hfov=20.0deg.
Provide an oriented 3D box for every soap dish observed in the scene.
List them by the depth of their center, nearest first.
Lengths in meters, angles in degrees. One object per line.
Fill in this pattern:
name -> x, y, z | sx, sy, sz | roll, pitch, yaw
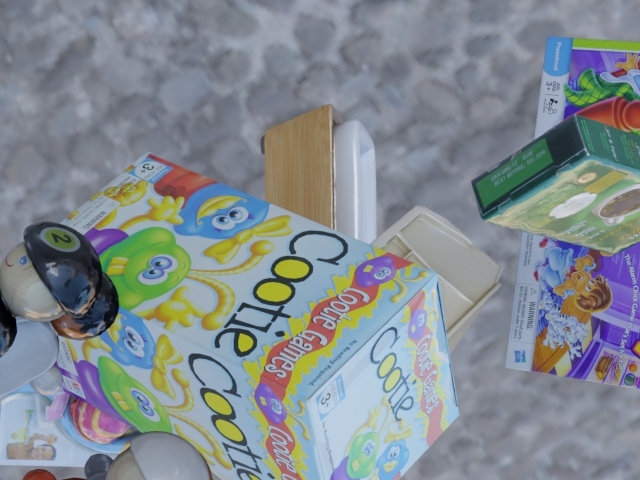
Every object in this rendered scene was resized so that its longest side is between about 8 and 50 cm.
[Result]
soap dish -> 0.000, 0.000, 2.140 | 0.118, 0.290, 0.229 | -1, 175, 7

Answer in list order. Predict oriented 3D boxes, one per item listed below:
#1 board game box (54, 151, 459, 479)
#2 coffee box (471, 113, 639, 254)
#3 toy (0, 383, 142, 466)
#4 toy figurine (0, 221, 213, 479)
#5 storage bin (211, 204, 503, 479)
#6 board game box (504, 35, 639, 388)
board game box -> -0.058, 0.069, 1.296 | 0.142, 0.275, 0.144 | -43, 138, -32
coffee box -> 0.218, -0.041, 1.429 | 0.184, 0.040, 0.113 | 12, 145, -44
toy -> -0.179, 0.119, 1.459 | 0.237, 0.056, 0.136 | 4, 94, -17
toy figurine -> -0.155, 0.105, 1.080 | 0.148, 0.213, 0.209 | -30, 172, -1
storage bin -> 0.036, 0.129, 1.826 | 0.260, 0.123, 0.262 | -39, 165, -49
board game box -> 0.328, -0.025, 1.837 | 0.078, 0.233, 0.347 | 7, 91, -58
